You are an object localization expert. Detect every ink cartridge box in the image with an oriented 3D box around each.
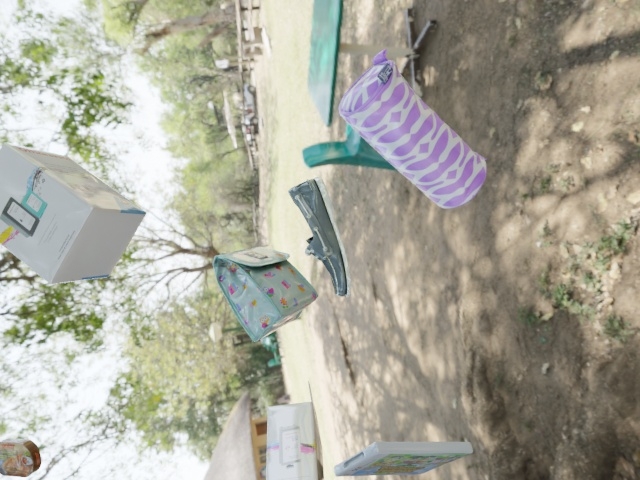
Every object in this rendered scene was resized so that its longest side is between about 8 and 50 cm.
[{"bbox_3d":[-0.032,0.304,0.649,0.198,0.067,0.115,-96,-2,-57],"label":"ink cartridge box"},{"bbox_3d":[-0.602,-0.061,1.109,0.197,0.270,0.198,-57,-11,8],"label":"ink cartridge box"}]

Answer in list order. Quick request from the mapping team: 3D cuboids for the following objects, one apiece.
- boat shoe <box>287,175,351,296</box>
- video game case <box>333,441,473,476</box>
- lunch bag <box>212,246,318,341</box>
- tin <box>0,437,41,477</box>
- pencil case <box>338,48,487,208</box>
[{"bbox_3d":[0.000,0.000,1.233,0.116,0.099,0.319,-169,63,-82],"label":"boat shoe"},{"bbox_3d":[0.160,0.437,0.955,0.193,0.212,0.023,123,149,-47],"label":"video game case"},{"bbox_3d":[-0.168,0.126,1.398,0.262,0.160,0.223,51,-153,13],"label":"lunch bag"},{"bbox_3d":[-0.919,0.653,1.450,0.040,0.189,0.106,-23,-76,-66],"label":"tin"},{"bbox_3d":[0.114,-0.124,0.572,0.086,0.206,0.088,-2,56,54],"label":"pencil case"}]
